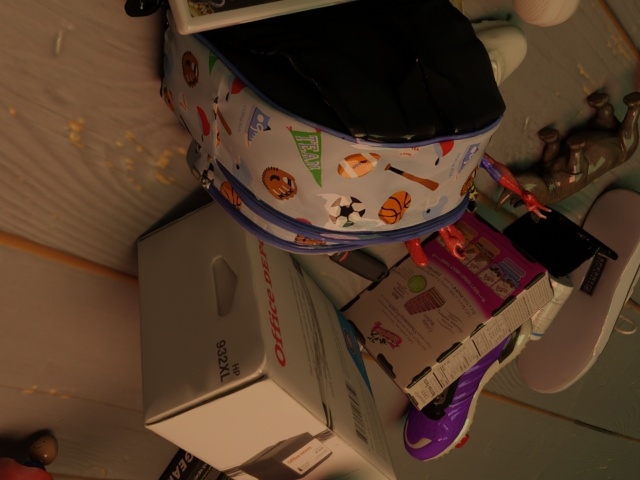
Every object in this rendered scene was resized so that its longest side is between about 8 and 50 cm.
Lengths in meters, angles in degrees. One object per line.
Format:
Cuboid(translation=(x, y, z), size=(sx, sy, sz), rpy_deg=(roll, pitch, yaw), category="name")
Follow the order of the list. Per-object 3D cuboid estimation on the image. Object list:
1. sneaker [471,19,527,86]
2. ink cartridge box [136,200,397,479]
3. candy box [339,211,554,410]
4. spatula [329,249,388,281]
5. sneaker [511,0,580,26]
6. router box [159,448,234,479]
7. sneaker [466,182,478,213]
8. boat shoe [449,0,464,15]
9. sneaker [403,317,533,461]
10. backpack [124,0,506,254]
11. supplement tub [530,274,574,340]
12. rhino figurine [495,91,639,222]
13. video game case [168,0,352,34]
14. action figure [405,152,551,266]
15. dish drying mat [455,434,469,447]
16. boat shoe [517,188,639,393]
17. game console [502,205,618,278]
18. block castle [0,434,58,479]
Cuboid(translation=(0.146, -0.163, 0.811), size=(0.235, 0.095, 0.090), rpy_deg=(-32, 134, -15), category="sneaker")
Cuboid(translation=(-0.053, 0.133, 0.783), size=(0.129, 0.223, 0.307), rpy_deg=(-25, 139, 12), category="ink cartridge box")
Cuboid(translation=(0.163, 0.085, 0.970), size=(0.233, 0.159, 0.071), rpy_deg=(-38, 137, -5), category="candy box")
Cuboid(translation=(0.000, 0.000, 0.876), size=(0.084, 0.030, 0.296), rpy_deg=(-50, 137, 8), category="spatula")
Cuboid(translation=(0.160, -0.322, 0.685), size=(0.169, 0.108, 0.292), rpy_deg=(-29, 126, -22), category="sneaker")
Cuboid(translation=(-0.128, 0.299, 1.004), size=(0.133, 0.046, 0.179), rpy_deg=(22, 107, -44), category="router box")
Cuboid(translation=(0.191, -0.070, 0.958), size=(0.031, 0.035, 0.083), rpy_deg=(-31, 136, -14), category="sneaker")
Cuboid(translation=(0.120, -0.263, 0.745), size=(0.048, 0.056, 0.153), rpy_deg=(-51, 141, -27), category="boat shoe")
Cuboid(translation=(0.190, 0.204, 1.137), size=(0.146, 0.102, 0.293), rpy_deg=(22, 103, -40), category="sneaker")
Cuboid(translation=(0.009, -0.106, 0.629), size=(0.277, 0.263, 0.213), rpy_deg=(-17, 131, -27), category="backpack")
Cuboid(translation=(0.348, 0.099, 1.184), size=(0.071, 0.071, 0.107), rpy_deg=(9, 116, -41), category="supplement tub")
Cuboid(translation=(0.340, -0.105, 1.016), size=(0.243, 0.073, 0.106), rpy_deg=(-34, 134, -8), category="rhino figurine")
Cuboid(translation=(-0.047, -0.257, 0.528), size=(0.173, 0.022, 0.190), rpy_deg=(-20, 100, -26), category="video game case")
Cuboid(translation=(0.162, -0.023, 0.831), size=(0.091, 0.139, 0.280), rpy_deg=(-31, 157, -8), category="action figure")
Cuboid(translation=(0.247, 0.367, 1.364), size=(0.083, 0.008, 0.032), rpy_deg=(29, 102, -46), category="dish drying mat")
Cuboid(translation=(0.462, 0.091, 1.233), size=(0.156, 0.136, 0.367), rpy_deg=(6, 109, -44), category="boat shoe")
Cuboid(translation=(0.348, 0.006, 1.072), size=(0.107, 0.122, 0.071), rpy_deg=(18, 111, -44), category="game console")
Cuboid(translation=(-0.134, 0.379, 0.805), size=(0.453, 0.213, 0.303), rpy_deg=(5, 139, 13), category="block castle")
